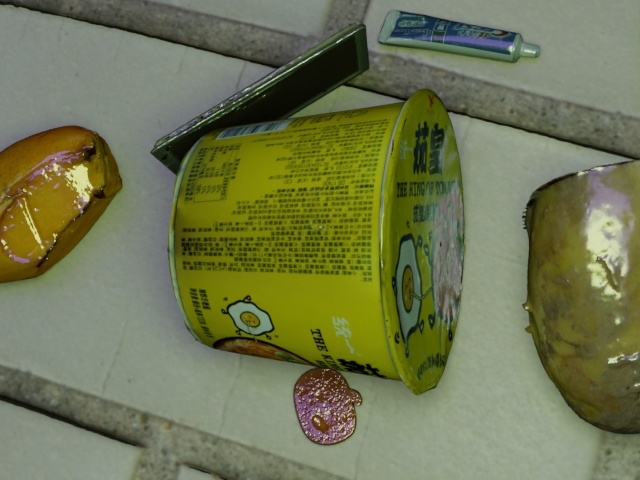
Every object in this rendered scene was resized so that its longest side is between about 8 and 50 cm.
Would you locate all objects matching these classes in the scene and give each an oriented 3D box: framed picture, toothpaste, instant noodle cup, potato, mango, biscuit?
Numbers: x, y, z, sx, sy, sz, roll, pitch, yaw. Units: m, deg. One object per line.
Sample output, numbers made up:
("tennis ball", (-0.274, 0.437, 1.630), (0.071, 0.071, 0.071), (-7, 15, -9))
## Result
("framed picture", (-0.064, -0.158, 1.496), (0.273, 0.216, 0.016), (-31, 84, -1))
("toothpaste", (0.170, -0.245, 1.575), (0.197, 0.034, 0.057), (12, 61, 15))
("instant noodle cup", (0.000, 0.000, 1.402), (0.254, 0.325, 0.325), (0, 74, 19))
("potato", (0.324, 0.070, 1.376), (0.229, 0.229, 0.266), (-13, 78, 6))
("mango", (-0.352, -0.038, 1.561), (0.252, 0.126, 0.153), (-34, 83, 6))
("biscuit", (0.010, 0.189, 1.488), (0.078, 0.015, 0.091), (-14, 73, 4))
